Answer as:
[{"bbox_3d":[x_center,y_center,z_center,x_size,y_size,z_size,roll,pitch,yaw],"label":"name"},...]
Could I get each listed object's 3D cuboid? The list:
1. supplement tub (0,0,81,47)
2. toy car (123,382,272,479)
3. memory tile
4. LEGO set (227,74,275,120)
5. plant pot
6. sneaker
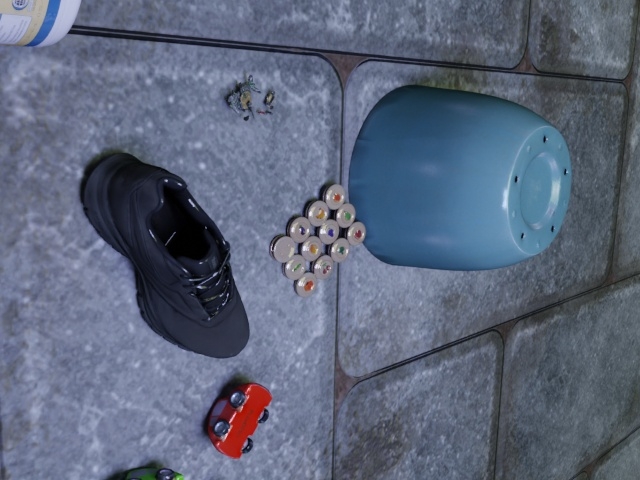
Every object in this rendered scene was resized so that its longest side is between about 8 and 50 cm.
[{"bbox_3d":[-0.305,-0.228,0.537,0.200,0.144,0.144,-11,107,-44],"label":"supplement tub"},{"bbox_3d":[-0.167,0.297,0.856,0.225,0.053,0.239,0,98,-45],"label":"toy car"},{"bbox_3d":[0.000,0.000,0.976,0.148,0.012,0.113,-45,126,-21],"label":"memory tile"},{"bbox_3d":[-0.090,-0.174,0.857,0.083,0.023,0.054,25,83,-58],"label":"LEGO set"},{"bbox_3d":[0.226,-0.084,1.038,0.293,0.235,0.293,-12,108,-43],"label":"plant pot"},{"bbox_3d":[-0.147,0.036,0.765,0.109,0.130,0.286,-50,131,-28],"label":"sneaker"}]
